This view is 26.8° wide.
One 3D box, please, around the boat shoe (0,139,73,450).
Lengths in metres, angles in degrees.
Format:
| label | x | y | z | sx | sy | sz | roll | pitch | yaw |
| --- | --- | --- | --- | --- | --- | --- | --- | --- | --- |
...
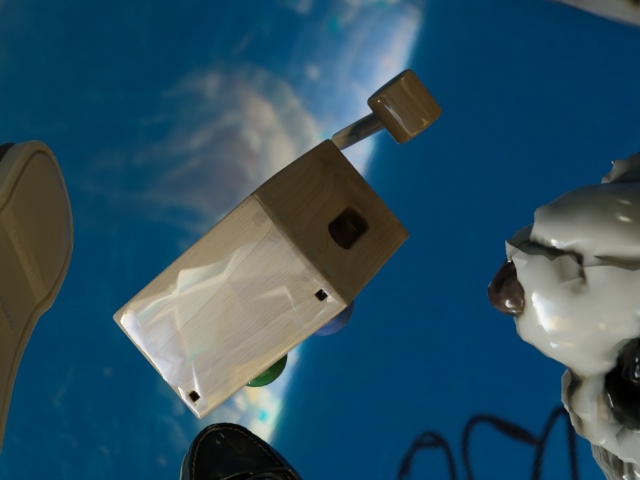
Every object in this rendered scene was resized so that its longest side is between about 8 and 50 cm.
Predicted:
| label | x | y | z | sx | sy | sz | roll | pitch | yaw |
| --- | --- | --- | --- | --- | --- | --- | --- | --- | --- |
| boat shoe | -0.203 | 0.049 | 0.640 | 0.335 | 0.096 | 0.112 | -79 | -24 | -64 |

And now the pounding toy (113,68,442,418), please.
| label | x | y | z | sx | sy | sz | roll | pitch | yaw |
| --- | --- | --- | --- | --- | --- | --- | --- | --- | --- |
| pounding toy | 0.007 | -0.006 | 0.817 | 0.206 | 0.094 | 0.181 | -39 | 1 | 27 |

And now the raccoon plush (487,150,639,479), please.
| label | x | y | z | sx | sy | sz | roll | pitch | yaw |
| --- | --- | --- | --- | --- | --- | --- | --- | --- | --- |
| raccoon plush | 0.283 | -0.013 | 0.434 | 0.216 | 0.447 | 0.299 | -41 | -48 | -70 |

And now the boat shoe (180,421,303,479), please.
| label | x | y | z | sx | sy | sz | roll | pitch | yaw |
| --- | --- | --- | --- | --- | --- | --- | --- | --- | --- |
| boat shoe | -0.047 | 0.254 | 1.153 | 0.127 | 0.340 | 0.113 | -8 | -53 | -11 |
